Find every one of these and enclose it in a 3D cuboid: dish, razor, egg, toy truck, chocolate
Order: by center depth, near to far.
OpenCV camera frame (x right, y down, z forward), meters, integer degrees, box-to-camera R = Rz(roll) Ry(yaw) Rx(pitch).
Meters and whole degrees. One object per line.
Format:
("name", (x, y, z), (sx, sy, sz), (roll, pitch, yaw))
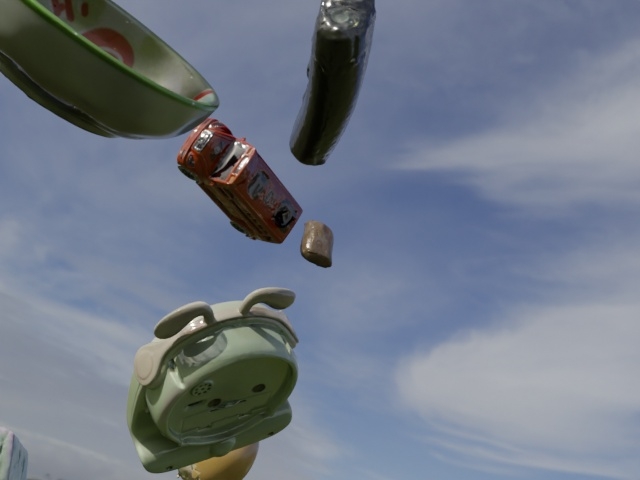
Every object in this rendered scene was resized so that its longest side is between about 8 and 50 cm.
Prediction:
("egg", (-0.114, 0.240, 0.842), (0.080, 0.096, 0.080), (32, -36, 26))
("dish", (-0.287, -0.212, 0.894), (0.324, 0.124, 0.324), (36, 14, -10))
("toy truck", (-0.139, -0.102, 1.333), (0.114, 0.107, 0.252), (18, -23, 39))
("razor", (0.022, -0.291, 1.341), (0.107, 0.189, 0.327), (15, -37, -2))
("chocolate", (0.000, 0.000, 1.355), (0.064, 0.100, 0.031), (24, -48, -14))

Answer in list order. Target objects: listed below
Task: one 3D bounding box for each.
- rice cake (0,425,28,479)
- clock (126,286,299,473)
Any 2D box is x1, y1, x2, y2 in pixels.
("rice cake", (-0.230, 0.248, 0.500), (0.043, 0.237, 0.127), (2, -18, -16))
("clock", (-0.087, 0.117, 0.645), (0.151, 0.062, 0.191), (-12, -41, -26))
